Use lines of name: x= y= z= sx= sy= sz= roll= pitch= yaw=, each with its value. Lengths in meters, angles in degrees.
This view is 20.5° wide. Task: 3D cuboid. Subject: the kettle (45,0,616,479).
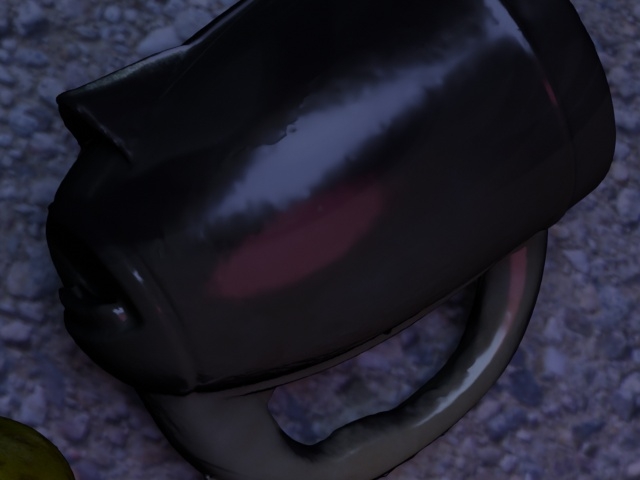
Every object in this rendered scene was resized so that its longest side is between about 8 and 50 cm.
kettle: x=0.000 y=0.000 z=1.073 sx=0.324 sy=0.228 sz=0.321 roll=-34 pitch=115 yaw=-20

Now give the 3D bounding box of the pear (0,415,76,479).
pear: x=-0.192 y=0.148 z=0.996 sx=0.131 sy=0.107 sz=0.107 roll=34 pitch=64 yaw=9
